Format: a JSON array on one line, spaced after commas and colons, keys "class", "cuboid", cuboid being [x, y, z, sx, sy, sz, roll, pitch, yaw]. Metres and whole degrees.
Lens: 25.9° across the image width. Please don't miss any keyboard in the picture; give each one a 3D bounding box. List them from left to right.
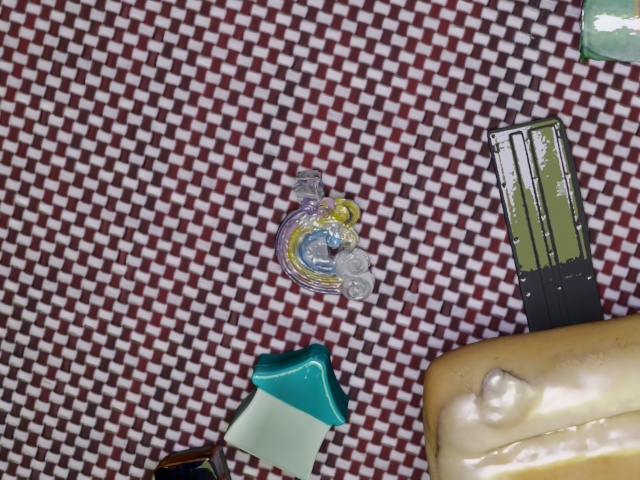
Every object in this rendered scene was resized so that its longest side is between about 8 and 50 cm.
[{"class": "keyboard", "cuboid": [0.262, -0.061, 1.683, 0.104, 0.041, 0.381, -12, 105, 5]}]

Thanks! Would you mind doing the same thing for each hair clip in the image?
[{"class": "hair clip", "cuboid": [0.000, 0.000, 1.706, 0.116, 0.049, 0.172, -5, 108, 18]}]

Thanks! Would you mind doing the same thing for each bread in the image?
[{"class": "bread", "cuboid": [0.317, 0.248, 1.619, 0.376, 0.253, 0.348, -13, 104, 7]}]

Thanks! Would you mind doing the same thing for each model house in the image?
[{"class": "model house", "cuboid": [-0.032, 0.197, 1.711, 0.127, 0.100, 0.149, 28, 103, -2]}]

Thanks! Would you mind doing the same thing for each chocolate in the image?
[{"class": "chocolate", "cuboid": [0.442, -0.248, 1.567, 0.291, 0.110, 0.110, 4, 101, 18]}]

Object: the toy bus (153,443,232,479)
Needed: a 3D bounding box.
[{"class": "toy bus", "cuboid": [-0.116, 0.461, 1.767, 0.093, 0.092, 0.408, -13, 99, 8]}]
